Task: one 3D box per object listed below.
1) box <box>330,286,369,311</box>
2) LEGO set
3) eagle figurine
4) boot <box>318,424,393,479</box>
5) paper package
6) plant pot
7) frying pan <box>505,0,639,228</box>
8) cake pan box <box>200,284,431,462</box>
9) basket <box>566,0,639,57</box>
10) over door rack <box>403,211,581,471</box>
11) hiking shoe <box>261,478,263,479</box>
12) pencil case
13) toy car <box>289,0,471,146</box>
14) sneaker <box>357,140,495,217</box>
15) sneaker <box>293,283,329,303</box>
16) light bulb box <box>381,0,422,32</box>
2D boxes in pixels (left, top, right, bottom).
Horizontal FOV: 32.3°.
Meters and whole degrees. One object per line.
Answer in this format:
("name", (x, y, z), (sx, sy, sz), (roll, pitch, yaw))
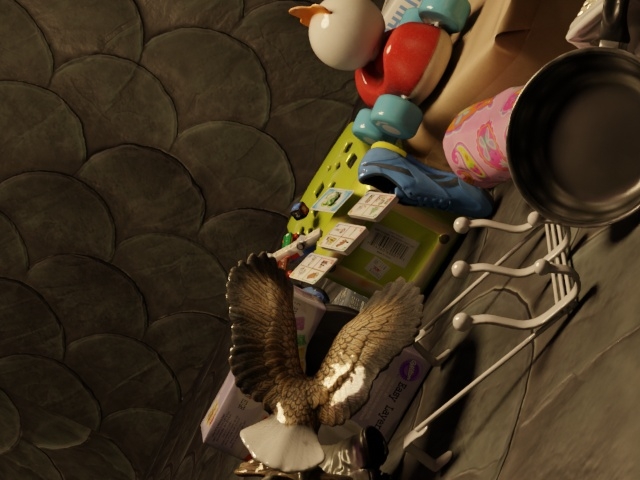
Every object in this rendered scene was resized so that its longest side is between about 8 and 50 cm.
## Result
("box", (0.023, 0.198, 2.044), (0.183, 0.059, 0.232), (-56, 11, 42))
("LEGO set", (0.000, 0.000, 1.651), (0.182, 0.060, 0.244), (-47, 26, -18))
("eagle figurine", (-0.016, 0.167, 1.403), (0.225, 0.226, 0.298), (7, 83, 49))
("boot", (0.022, 0.374, 1.457), (0.161, 0.083, 0.246), (-22, 59, 36))
("paper package", (0.290, -0.286, 1.634), (0.309, 0.168, 0.325), (-68, 10, -27))
("plant pot", (0.098, -0.026, 1.793), (0.227, 0.228, 0.207), (-58, 16, 17))
("frying pan", (0.287, -0.174, 1.209), (0.197, 0.053, 0.326), (-13, 78, 36))
("cake pan box", (-0.004, 0.216, 1.580), (0.266, 0.246, 0.070), (-60, 13, 9))
("basket", (0.382, -0.276, 1.275), (0.103, 0.113, 0.167), (-64, 10, -21))
("over door rack", (0.185, 0.087, 1.345), (0.324, 0.108, 0.239), (-58, 10, 30))
("hiking shoe", (-0.022, 0.403, 1.664), (0.132, 0.113, 0.304), (-29, 29, 32))
("pencil case", (0.270, -0.142, 1.391), (0.284, 0.124, 0.124), (-17, 45, 65))
("toy car", (0.060, -0.289, 1.635), (0.219, 0.238, 0.210), (-65, 10, -9))
("sneaker", (0.153, -0.070, 1.635), (0.069, 0.209, 0.082), (114, -179, -55))
("sneaker", (-0.056, 0.171, 2.079), (0.147, 0.130, 0.330), (-51, 5, -27))
("light bulb box", (0.305, -0.557, 2.121), (0.358, 0.225, 0.361), (-53, 14, 44))
